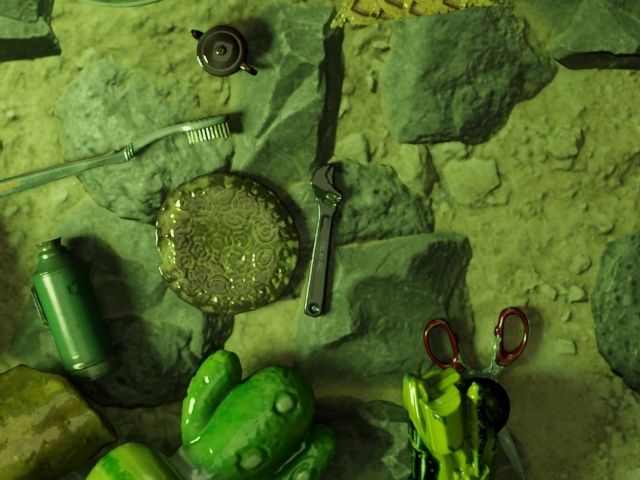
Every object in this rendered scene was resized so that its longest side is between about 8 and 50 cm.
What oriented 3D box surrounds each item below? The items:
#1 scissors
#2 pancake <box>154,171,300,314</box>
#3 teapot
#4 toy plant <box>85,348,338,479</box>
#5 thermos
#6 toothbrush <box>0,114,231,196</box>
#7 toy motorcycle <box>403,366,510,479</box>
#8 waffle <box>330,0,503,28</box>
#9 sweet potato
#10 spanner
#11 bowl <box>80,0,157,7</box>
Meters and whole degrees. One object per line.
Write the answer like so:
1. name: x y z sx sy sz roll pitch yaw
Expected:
1. scissors: 0.224 0.218 1.669 0.144 0.017 0.248 -9 99 -2
2. pancake: -0.125 0.006 1.618 0.199 0.021 0.199 0 97 -3
3. teapot: -0.124 -0.241 1.576 0.100 0.045 0.068 33 96 -6
4. toy plant: -0.139 0.281 1.595 0.316 0.184 0.224 -36 103 -15
5. thermos: -0.324 0.089 1.596 0.073 0.083 0.188 -20 97 -23
6. toothbrush: -0.297 -0.102 1.591 0.375 0.028 0.037 -16 105 -2
7. toy motorcycle: 0.145 0.335 1.619 0.206 0.142 0.342 -2 104 -21
8. waffle: 0.124 -0.291 1.591 0.191 0.032 0.125 25 93 -5
9. sweet potato: -0.448 0.276 1.566 0.369 0.158 0.158 -26 98 -1
10. spanner: 0.000 0.000 1.630 0.046 0.012 0.209 6 97 -4
11. bowl: -0.242 -0.435 1.486 0.307 0.163 0.307 0 98 -3
